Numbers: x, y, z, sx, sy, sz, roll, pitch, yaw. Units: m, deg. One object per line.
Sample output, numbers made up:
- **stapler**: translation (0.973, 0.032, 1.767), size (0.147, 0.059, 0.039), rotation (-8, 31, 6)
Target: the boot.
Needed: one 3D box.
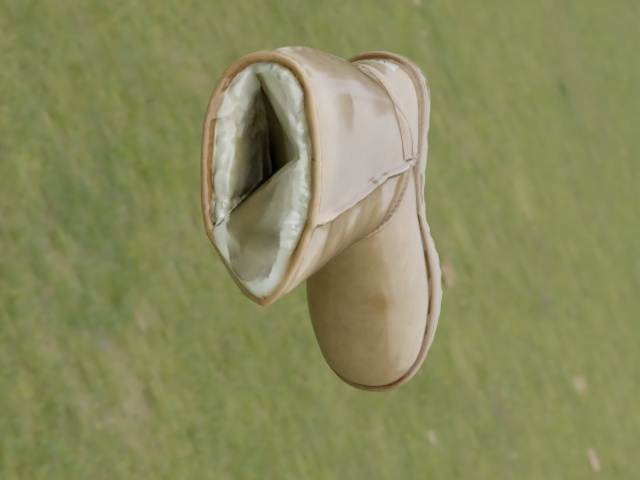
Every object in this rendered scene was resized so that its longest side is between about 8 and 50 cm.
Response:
- **boot**: translation (0.000, 0.000, 1.046), size (0.269, 0.089, 0.236), rotation (-30, 118, -73)
